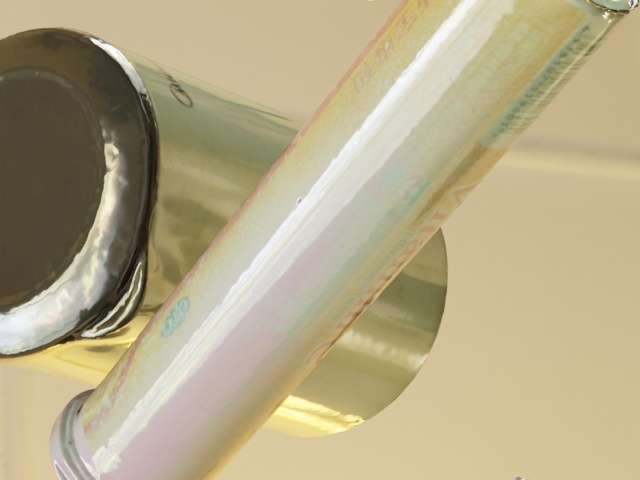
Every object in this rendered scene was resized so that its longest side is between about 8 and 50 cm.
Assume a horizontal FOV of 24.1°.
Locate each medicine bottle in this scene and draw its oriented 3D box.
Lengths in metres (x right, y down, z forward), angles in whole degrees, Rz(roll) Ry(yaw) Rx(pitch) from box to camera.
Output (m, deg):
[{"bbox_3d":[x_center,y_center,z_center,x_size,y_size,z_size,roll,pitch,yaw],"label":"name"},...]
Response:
[{"bbox_3d":[0.000,0.000,0.822,0.108,0.426,0.108,29,-149,-19],"label":"medicine bottle"}]

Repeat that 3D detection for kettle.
[{"bbox_3d":[-0.131,-0.032,1.117,0.361,0.250,0.377,48,-165,30],"label":"kettle"}]

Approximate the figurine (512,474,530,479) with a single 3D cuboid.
[{"bbox_3d":[0.262,0.369,1.527,0.316,0.284,0.206,27,-87,12],"label":"figurine"}]
